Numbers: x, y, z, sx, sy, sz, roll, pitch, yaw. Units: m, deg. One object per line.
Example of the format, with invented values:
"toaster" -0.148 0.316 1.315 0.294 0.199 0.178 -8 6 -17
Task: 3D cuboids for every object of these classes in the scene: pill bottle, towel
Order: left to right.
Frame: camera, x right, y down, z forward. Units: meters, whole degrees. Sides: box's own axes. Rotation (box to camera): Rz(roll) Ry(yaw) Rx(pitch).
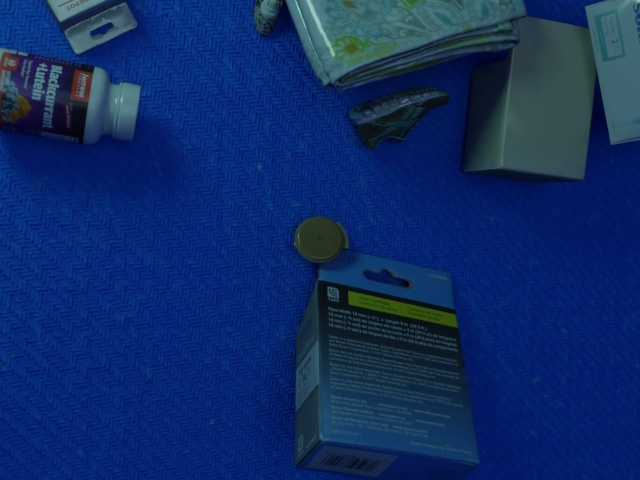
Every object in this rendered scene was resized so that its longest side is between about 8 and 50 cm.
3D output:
"pill bottle" -0.347 -0.189 1.061 0.193 0.108 0.108 8 90 -16
"towel" 0.094 -0.414 1.137 0.320 0.090 0.374 -17 77 -14

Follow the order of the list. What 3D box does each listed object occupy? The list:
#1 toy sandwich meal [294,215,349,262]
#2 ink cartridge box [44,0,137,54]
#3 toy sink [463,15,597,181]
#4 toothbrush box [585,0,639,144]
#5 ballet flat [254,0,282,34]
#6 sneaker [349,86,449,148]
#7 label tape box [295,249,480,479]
"toy sandwich meal" 0.000 0.000 1.205 0.085 0.029 0.086 3 68 -6
"ink cartridge box" -0.338 -0.363 1.080 0.104 0.061 0.181 -30 101 -13
"toy sink" 0.329 -0.216 1.245 0.152 0.131 0.234 5 91 -17
"toothbrush box" 0.550 -0.283 1.240 0.295 0.126 0.216 -21 100 -49
"ballet flat" -0.072 -0.365 1.169 0.041 0.041 0.114 15 88 -16
"sneaker" 0.127 -0.193 1.232 0.166 0.065 0.076 -18 114 -11
"label tape box" 0.091 0.187 1.185 0.240 0.106 0.334 13 48 -16
